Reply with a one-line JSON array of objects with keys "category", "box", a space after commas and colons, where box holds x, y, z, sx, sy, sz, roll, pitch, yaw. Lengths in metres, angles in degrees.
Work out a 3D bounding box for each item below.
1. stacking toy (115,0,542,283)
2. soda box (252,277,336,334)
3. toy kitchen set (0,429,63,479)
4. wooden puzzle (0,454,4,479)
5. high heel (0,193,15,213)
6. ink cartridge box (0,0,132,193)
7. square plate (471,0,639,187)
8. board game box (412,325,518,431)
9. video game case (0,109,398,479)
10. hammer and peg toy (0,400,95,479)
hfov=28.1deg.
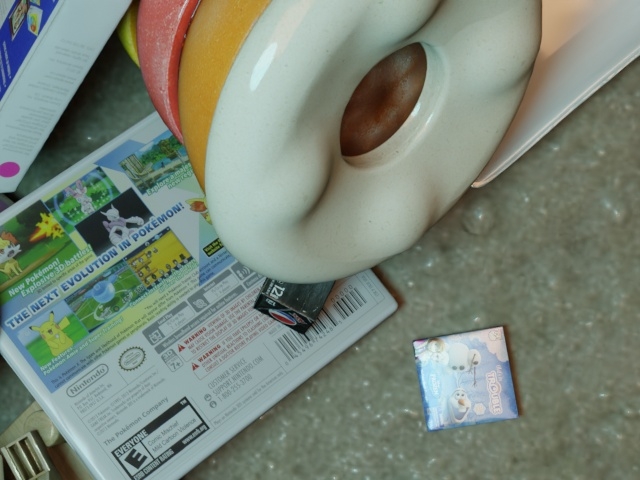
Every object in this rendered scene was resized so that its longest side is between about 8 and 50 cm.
[{"category": "stacking toy", "box": [-0.078, -0.219, 1.138, 0.480, 0.350, 0.350, 39, 95, 32]}, {"category": "soda box", "box": [0.000, 0.000, 1.206, 0.060, 0.053, 0.169, 28, 69, -3]}, {"category": "toy kitchen set", "box": [-0.281, 0.223, 1.146, 0.068, 0.083, 0.075, -31, 81, 7]}, {"category": "wooden puzzle", "box": [-0.330, 0.235, 1.191, 0.079, 0.014, 0.116, -13, 84, 10]}, {"category": "high heel", "box": [-0.493, -0.049, 1.254, 0.377, 0.181, 0.127, 24, 135, 7]}, {"category": "ink cartridge box", "box": [-0.272, -0.178, 1.157, 0.371, 0.069, 0.175, -48, 44, 31]}, {"category": "square plate", "box": [0.171, -0.286, 1.230, 0.344, 0.049, 0.347, -40, 84, 7]}, {"category": "board game box", "box": [0.141, 0.134, 1.242, 0.090, 0.020, 0.090, -11, 87, 7]}, {"category": "video game case", "box": [-0.141, 0.043, 1.216, 0.329, 0.036, 0.300, -36, 83, -18]}, {"category": "hammer and peg toy", "box": [-0.294, 0.273, 1.255, 0.266, 0.127, 0.361, -45, 80, 6]}]
